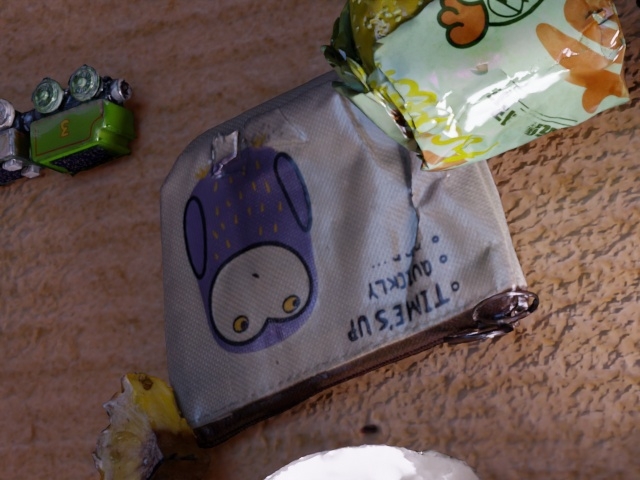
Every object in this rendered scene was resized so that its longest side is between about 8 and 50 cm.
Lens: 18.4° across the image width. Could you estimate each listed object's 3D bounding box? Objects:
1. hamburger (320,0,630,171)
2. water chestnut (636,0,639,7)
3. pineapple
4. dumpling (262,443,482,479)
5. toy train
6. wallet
[{"bbox_3d":[0.101,-0.171,1.453,0.214,0.125,0.235,-13,69,-13],"label":"hamburger"},{"bbox_3d":[0.298,-0.236,1.278,0.300,0.300,0.300,-14,64,30],"label":"water chestnut"},{"bbox_3d":[-0.134,0.169,1.535,0.116,0.069,0.137,-14,76,52],"label":"pineapple"},{"bbox_3d":[0.013,0.268,1.332,0.163,0.204,0.293,40,87,27],"label":"dumpling"},{"bbox_3d":[-0.251,-0.093,1.753,0.202,0.060,0.081,-16,69,31],"label":"toy train"},{"bbox_3d":[0.002,0.002,1.533,0.335,0.068,0.275,-25,61,27],"label":"wallet"}]
